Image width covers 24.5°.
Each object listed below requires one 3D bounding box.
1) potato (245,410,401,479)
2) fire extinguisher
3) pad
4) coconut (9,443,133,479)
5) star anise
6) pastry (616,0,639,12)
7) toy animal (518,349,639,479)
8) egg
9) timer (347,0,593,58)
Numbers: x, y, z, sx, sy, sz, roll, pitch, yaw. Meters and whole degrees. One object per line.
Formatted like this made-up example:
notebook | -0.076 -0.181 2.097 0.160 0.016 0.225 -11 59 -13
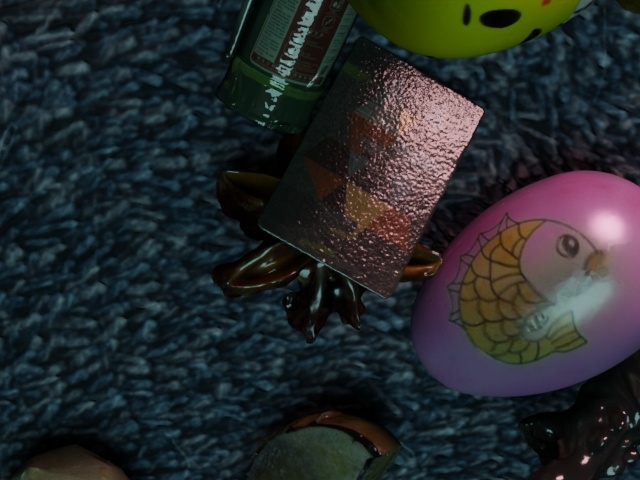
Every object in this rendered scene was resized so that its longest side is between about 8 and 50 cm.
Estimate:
potato | 0.000 0.248 1.572 0.120 0.100 0.261 44 130 17
fire extinguisher | 0.004 -0.238 1.290 0.118 0.093 0.294 18 116 -18
pad | 0.050 -0.068 1.350 0.143 0.003 0.211 29 74 -7
coconut | -0.267 0.295 1.525 0.161 0.161 0.162 -31 115 12
star anise | 0.000 0.000 1.390 0.220 0.190 0.126 14 157 -12
pastry | 0.306 -0.349 1.229 0.330 0.136 0.329 -2 117 -3
toy animal | 0.323 0.147 1.475 0.343 0.168 0.106 -38 117 -1
egg | 0.215 0.050 1.406 0.196 0.196 0.271 37 114 -21
timer | 0.067 -0.249 1.100 0.285 0.285 0.285 -2 118 -3
